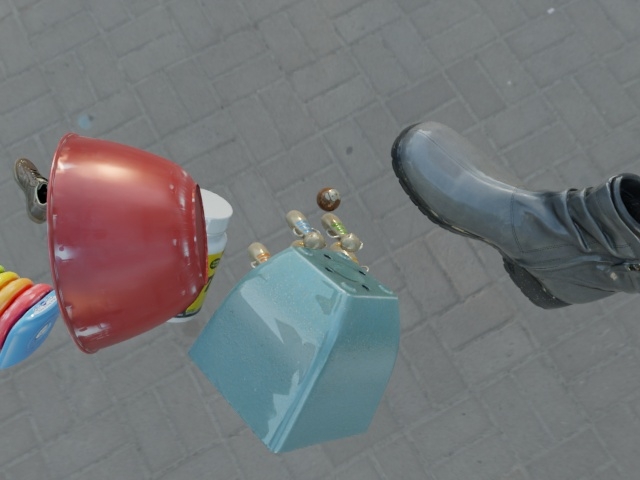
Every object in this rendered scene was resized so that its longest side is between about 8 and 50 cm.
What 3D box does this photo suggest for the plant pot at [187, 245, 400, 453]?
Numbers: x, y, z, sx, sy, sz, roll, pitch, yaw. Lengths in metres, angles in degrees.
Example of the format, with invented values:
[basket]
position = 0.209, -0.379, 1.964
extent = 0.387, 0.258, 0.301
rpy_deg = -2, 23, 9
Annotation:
[plant pot]
position = -0.014, 0.153, 1.052
extent = 0.247, 0.248, 0.252
rpy_deg = 39, 109, 35

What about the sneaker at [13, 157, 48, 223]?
[sneaker]
position = -0.674, -0.131, 1.536
extent = 0.071, 0.066, 0.188
rpy_deg = -37, 68, 23

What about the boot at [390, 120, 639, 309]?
[boot]
position = 0.261, -0.045, 0.737
extent = 0.338, 0.223, 0.118
rpy_deg = 35, 70, -15

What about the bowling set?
[bowling set]
position = 0.000, 0.000, 1.384
extent = 0.287, 0.199, 0.154
rpy_deg = -3, 36, -32

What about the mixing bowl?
[mixing bowl]
position = -0.147, -0.002, 0.534
extent = 0.098, 0.181, 0.181
rpy_deg = -5, 74, -5

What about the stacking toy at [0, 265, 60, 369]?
[stacking toy]
position = -0.696, 0.102, 1.329
extent = 0.302, 0.175, 0.165
rpy_deg = 36, 123, -2

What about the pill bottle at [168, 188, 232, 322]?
[pill bottle]
position = -0.227, 0.023, 1.072
extent = 0.119, 0.119, 0.208
rpy_deg = 29, 116, 10
